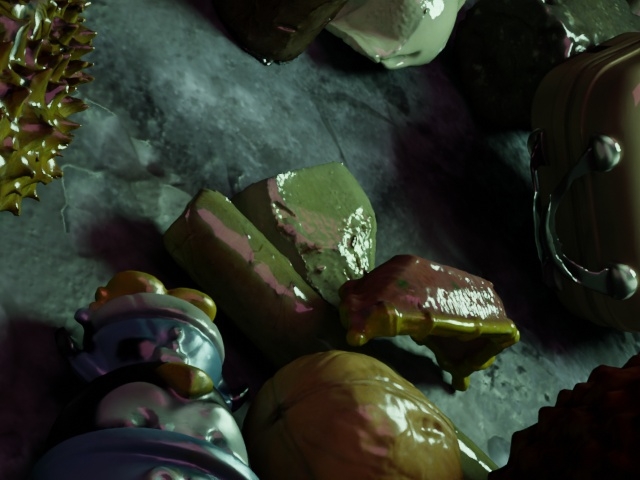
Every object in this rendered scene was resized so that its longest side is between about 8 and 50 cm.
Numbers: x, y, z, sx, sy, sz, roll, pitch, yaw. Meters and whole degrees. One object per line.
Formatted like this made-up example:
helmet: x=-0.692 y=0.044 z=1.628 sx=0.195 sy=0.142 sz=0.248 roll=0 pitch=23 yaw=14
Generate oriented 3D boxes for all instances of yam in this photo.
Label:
yam: x=0.011 y=0.103 z=1.591 sx=0.371 sy=0.083 sz=0.083 roll=45 pitch=36 yaw=-11
yam: x=0.013 y=-0.304 z=1.785 sx=0.131 sy=0.280 sz=0.131 roll=30 pitch=32 yaw=-21

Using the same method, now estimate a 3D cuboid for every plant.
plant: x=0.303 y=-0.221 z=2.096 sx=0.320 sy=0.194 sz=0.182 roll=-16 pitch=77 yaw=-49

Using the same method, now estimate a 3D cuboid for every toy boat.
toy boat: x=0.094 y=0.067 z=1.613 sx=0.318 sy=0.141 sz=0.099 roll=28 pitch=75 yaw=-68

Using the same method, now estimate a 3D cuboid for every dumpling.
dumpling: x=0.067 y=-0.251 z=1.945 sx=0.155 sy=0.111 sz=0.181 roll=31 pitch=20 yaw=24

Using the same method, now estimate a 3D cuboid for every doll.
doll: x=-0.121 y=0.154 z=1.348 sx=0.177 sy=0.141 sz=0.314 roll=19 pitch=40 yaw=-21

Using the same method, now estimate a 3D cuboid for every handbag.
handbag: x=0.312 y=-0.050 z=1.910 sx=0.283 sy=0.149 sz=0.302 roll=-23 pitch=112 yaw=-39

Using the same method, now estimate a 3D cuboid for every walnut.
walnut: x=0.024 y=0.173 z=1.476 sx=0.197 sy=0.165 sz=0.165 roll=27 pitch=42 yaw=-45

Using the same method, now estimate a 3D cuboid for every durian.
durian: x=-0.250 y=-0.138 z=1.476 sx=0.191 sy=0.112 sz=0.341 roll=45 pitch=34 yaw=-7

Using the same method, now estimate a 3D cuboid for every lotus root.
lotus root: x=0.003 y=-0.002 z=1.678 sx=0.144 sy=0.070 sz=0.143 roll=56 pitch=36 yaw=4

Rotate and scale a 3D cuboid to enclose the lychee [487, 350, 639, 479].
lychee: x=0.309 y=0.298 z=1.467 sx=0.424 sy=0.424 sz=0.500 roll=44 pitch=26 yaw=-12
